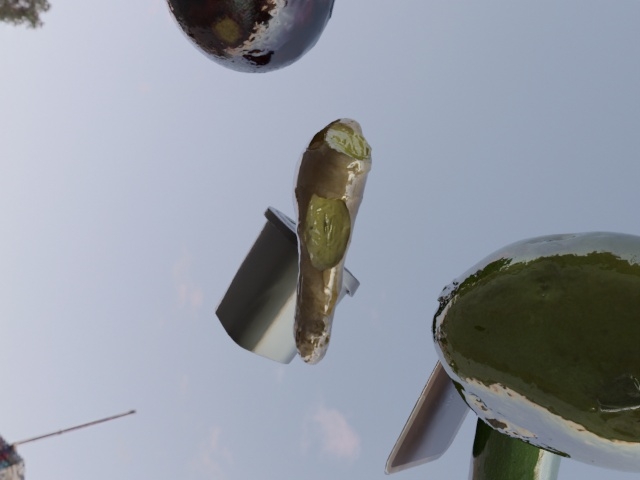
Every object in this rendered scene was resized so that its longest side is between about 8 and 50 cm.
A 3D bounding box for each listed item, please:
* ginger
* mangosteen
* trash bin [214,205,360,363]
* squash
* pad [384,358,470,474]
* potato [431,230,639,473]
[{"bbox_3d":[0.000,0.000,0.679,0.131,0.086,0.295,10,-88,64],"label":"ginger"},{"bbox_3d":[-0.143,-0.439,0.974,0.359,0.306,0.306,8,-83,35],"label":"mangosteen"},{"bbox_3d":[-0.077,0.102,1.202,0.250,0.219,0.220,-55,-143,6],"label":"trash bin"},{"bbox_3d":[0.240,0.286,0.714,0.107,0.107,0.395,20,-56,38],"label":"squash"},{"bbox_3d":[0.172,0.162,0.695,0.002,0.176,0.266,31,-80,37],"label":"pad"},{"bbox_3d":[0.198,0.083,0.420,0.253,0.148,0.186,-12,-74,48],"label":"potato"}]
